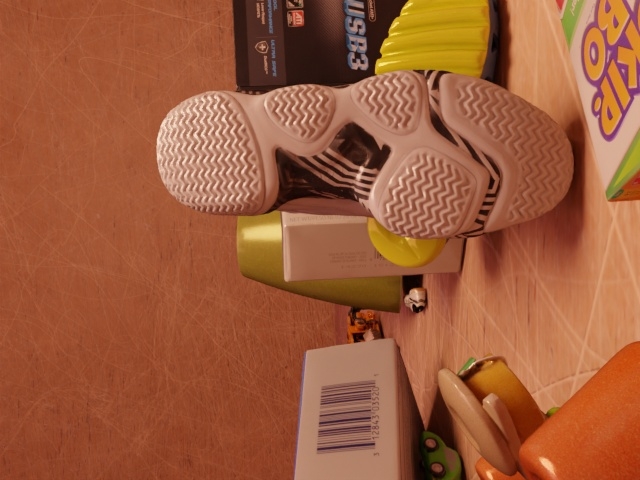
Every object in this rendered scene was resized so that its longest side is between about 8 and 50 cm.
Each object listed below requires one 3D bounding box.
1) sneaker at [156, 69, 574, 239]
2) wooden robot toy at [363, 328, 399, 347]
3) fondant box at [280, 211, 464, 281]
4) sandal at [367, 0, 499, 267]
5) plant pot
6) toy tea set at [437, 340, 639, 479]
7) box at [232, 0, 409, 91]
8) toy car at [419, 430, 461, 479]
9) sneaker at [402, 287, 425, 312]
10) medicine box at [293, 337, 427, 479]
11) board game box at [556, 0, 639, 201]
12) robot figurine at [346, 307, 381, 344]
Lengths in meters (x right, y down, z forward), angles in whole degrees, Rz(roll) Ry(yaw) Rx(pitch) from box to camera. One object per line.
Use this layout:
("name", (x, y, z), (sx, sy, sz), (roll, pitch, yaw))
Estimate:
("sneaker", (0.047, -0.085, 0.633), (0.210, 0.365, 0.137), (-24, -64, -72))
("wooden robot toy", (0.145, 0.247, 1.381), (0.079, 0.076, 0.173), (-50, 25, 26))
("fondant box", (0.057, -0.075, 0.972), (0.330, 0.238, 0.096), (-99, 7, -58))
("sandal", (0.135, -0.133, 0.741), (0.138, 0.126, 0.317), (-12, -63, -54))
("plant pot", (0.000, 0.000, 1.216), (0.275, 0.293, 0.275), (-1, -90, -86))
("toy tea set", (0.186, 0.143, 0.419), (0.200, 0.124, 0.336), (58, 175, -5))
("box", (0.020, -0.344, 0.941), (0.073, 0.293, 0.296), (99, 169, -79))
("toy car", (0.177, 0.354, 0.866), (0.225, 0.053, 0.239), (-97, 6, -52))
("sneaker", (0.160, 0.109, 1.110), (0.083, 0.031, 0.037), (96, 171, -69))
("medicine box", (0.075, 0.343, 0.976), (0.263, 0.149, 0.289), (-86, -19, -47))
("board game box", (0.195, -0.146, 0.405), (0.124, 0.039, 0.259), (95, 169, -68))
("robot figurine", (0.109, 0.300, 1.639), (0.211, 0.085, 0.291), (-98, 6, -51))
